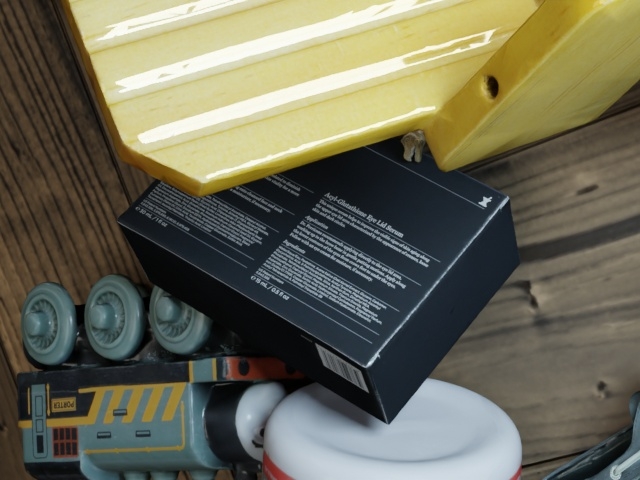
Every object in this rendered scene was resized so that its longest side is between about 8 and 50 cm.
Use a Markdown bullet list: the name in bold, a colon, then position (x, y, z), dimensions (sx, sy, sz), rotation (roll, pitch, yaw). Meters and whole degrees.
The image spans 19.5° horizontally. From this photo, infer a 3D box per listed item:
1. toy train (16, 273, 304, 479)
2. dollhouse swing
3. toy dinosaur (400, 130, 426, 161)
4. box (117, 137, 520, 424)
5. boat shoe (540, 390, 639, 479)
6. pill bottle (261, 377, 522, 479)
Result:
- **toy train**: position (-0.147, 0.124, 1.666), dimensions (0.334, 0.142, 0.190), rotation (-7, 84, 42)
- **dollhouse swing**: position (0.021, -0.237, 1.125), dimensions (0.315, 0.305, 0.347), rotation (-47, 60, 56)
- **toy dinosaur**: position (0.124, -0.135, 1.427), dimensions (0.093, 0.053, 0.183), rotation (25, 95, 3)
- **box**: position (0.000, 0.000, 1.493), dimensions (0.261, 0.184, 0.103), rotation (30, 159, 29)
- **boat shoe**: position (0.259, 0.142, 1.387), dimensions (0.099, 0.116, 0.319), rotation (46, 132, 14)
- **pill bottle**: position (0.050, 0.311, 1.543), dimensions (0.210, 0.210, 0.363), rotation (17, 114, 34)
